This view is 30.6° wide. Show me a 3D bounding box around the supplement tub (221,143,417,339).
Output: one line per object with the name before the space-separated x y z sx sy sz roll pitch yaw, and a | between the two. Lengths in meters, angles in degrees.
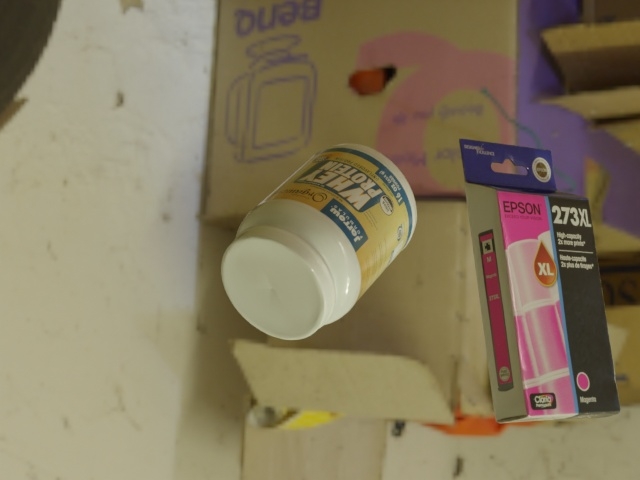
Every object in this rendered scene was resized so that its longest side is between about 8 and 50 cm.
supplement tub | 0.000 0.000 1.228 0.144 0.144 0.199 -5 -153 35

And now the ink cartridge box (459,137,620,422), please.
ink cartridge box | 0.280 0.045 1.498 0.176 0.371 0.069 3 163 -36
